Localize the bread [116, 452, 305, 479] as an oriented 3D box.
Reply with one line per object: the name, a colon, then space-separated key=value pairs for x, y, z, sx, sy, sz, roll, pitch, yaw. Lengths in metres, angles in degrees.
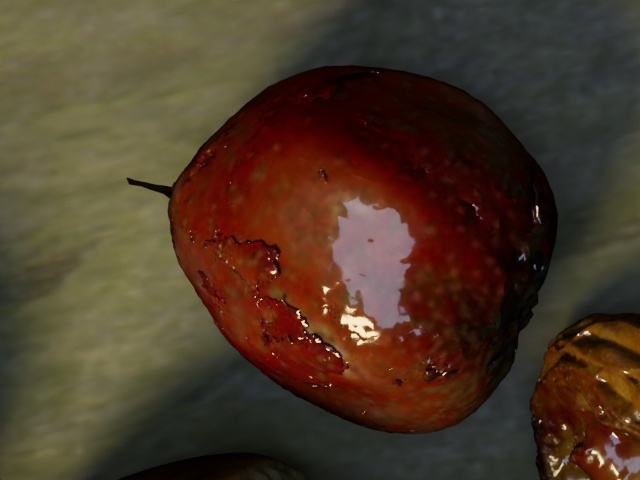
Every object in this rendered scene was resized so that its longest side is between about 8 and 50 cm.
bread: x=-0.088 y=0.238 z=0.969 sx=0.279 sy=0.250 sz=0.225 roll=-34 pitch=93 yaw=11

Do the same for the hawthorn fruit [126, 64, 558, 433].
hawthorn fruit: x=0.000 y=0.000 z=0.985 sx=0.235 sy=0.181 sz=0.181 roll=13 pitch=96 yaw=16

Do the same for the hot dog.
hot dog: x=0.207 y=0.122 z=0.989 sx=0.227 sy=0.099 sz=0.160 roll=28 pitch=136 yaw=12
